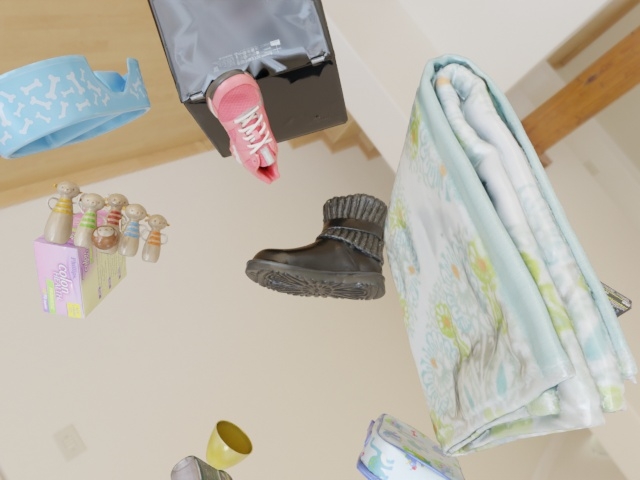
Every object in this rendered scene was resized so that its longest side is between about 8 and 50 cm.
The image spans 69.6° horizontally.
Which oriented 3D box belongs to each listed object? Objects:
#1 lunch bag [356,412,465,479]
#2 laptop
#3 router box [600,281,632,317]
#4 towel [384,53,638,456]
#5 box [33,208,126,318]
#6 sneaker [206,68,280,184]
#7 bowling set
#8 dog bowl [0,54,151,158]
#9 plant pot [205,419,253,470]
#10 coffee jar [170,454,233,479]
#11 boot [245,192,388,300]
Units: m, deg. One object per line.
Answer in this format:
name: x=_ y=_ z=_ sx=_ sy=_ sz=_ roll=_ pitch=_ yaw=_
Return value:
lunch bag: x=0.156 y=0.394 z=0.820 sx=0.090 sy=0.176 sz=0.219 roll=-60 pitch=166 yaw=-4
laptop: x=-0.160 y=-0.450 z=1.168 sx=0.382 sy=0.408 sz=0.236 roll=-15 pitch=-168 yaw=5
router box: x=0.776 y=0.168 z=1.281 sx=0.038 sy=0.122 sz=0.092 roll=-51 pitch=171 yaw=-41
towel: x=0.156 y=0.037 z=0.527 sx=0.090 sy=0.374 sz=0.320 roll=-5 pitch=150 yaw=-8
box: x=-0.655 y=0.055 z=1.282 sx=0.243 sy=0.117 sz=0.213 roll=-79 pitch=178 yaw=-64
sneaker: x=-0.139 y=-0.232 z=0.989 sx=0.116 sy=0.136 sz=0.314 roll=-35 pitch=159 yaw=-9
bowling set: x=-0.479 y=-0.046 z=1.078 sx=0.287 sy=0.154 sz=0.200 roll=15 pitch=169 yaw=-32
dog bowl: x=-0.346 y=-0.187 z=0.648 sx=0.166 sy=0.074 sz=0.297 roll=-22 pitch=-163 yaw=12
plant pot: x=-0.280 y=0.610 z=1.346 sx=0.095 sy=0.134 sz=0.134 roll=-52 pitch=172 yaw=2
coffee jar: x=-0.271 y=0.583 z=1.088 sx=0.079 sy=0.096 sz=0.184 roll=-33 pitch=136 yaw=-3
boot: x=0.000 y=0.002 z=1.132 sx=0.348 sy=0.260 sz=0.131 roll=8 pitch=152 yaw=-11
